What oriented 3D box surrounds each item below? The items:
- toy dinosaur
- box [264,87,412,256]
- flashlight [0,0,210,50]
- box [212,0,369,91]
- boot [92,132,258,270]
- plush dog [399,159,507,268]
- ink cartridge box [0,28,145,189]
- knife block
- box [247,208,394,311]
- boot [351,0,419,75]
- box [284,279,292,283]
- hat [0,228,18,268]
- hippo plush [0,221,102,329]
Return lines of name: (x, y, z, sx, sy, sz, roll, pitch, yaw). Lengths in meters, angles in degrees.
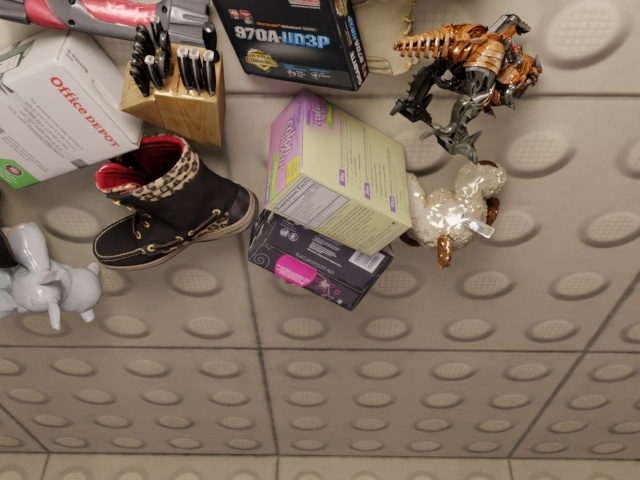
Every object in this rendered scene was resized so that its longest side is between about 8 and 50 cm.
toy dinosaur: (0.220, -0.263, 0.982, 0.322, 0.164, 0.218, 16, 119, -27)
box: (0.033, -0.121, 1.153, 0.243, 0.213, 0.117, 25, 136, -28)
flashlight: (-0.323, -0.358, 0.952, 0.304, 0.103, 0.103, 5, 169, -12)
box: (-0.047, -0.319, 0.950, 0.220, 0.051, 0.175, 17, 152, 28)
boot: (-0.344, -0.068, 1.247, 0.378, 0.138, 0.284, -14, 155, 13)
plush dog: (0.265, -0.036, 1.311, 0.263, 0.210, 0.225, -10, 168, 16)
ink cartridge box: (-0.483, -0.227, 1.100, 0.289, 0.121, 0.211, -14, 141, 18)
knife block: (-0.187, -0.243, 0.989, 0.242, 0.088, 0.276, -4, 165, 38)
box: (0.000, 0.000, 1.274, 0.247, 0.142, 0.163, 28, 114, -18)
boot: (0.132, -0.349, 0.932, 0.262, 0.095, 0.203, -4, 143, 23)
box: (-0.002, 0.050, 1.542, 0.202, 0.021, 0.164, -5, 143, 7)
hat: (-0.746, -0.067, 1.310, 0.332, 0.133, 0.331, 16, 148, 10)
hippo plush: (-0.632, 0.080, 1.492, 0.295, 0.234, 0.237, 0, 177, 25)
